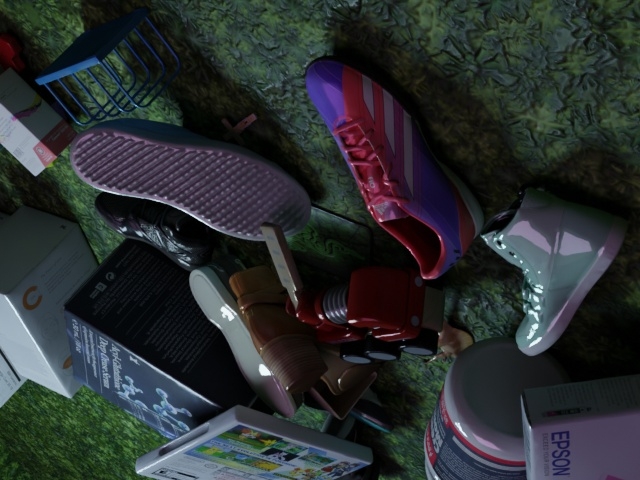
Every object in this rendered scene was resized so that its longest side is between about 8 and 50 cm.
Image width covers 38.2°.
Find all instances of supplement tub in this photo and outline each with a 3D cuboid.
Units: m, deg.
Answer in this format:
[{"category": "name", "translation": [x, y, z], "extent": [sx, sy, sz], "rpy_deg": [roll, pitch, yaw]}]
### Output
[{"category": "supplement tub", "translation": [0.262, 0.288, 1.398], "extent": [0.191, 0.191, 0.272], "rpy_deg": [27, 145, 15]}]

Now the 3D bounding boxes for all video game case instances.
[{"category": "video game case", "translation": [-0.121, 0.407, 1.711], "extent": [0.329, 0.036, 0.300], "rpy_deg": [27, 135, -36]}]

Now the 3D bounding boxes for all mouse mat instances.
[{"category": "mouse mat", "translation": [0.000, 0.000, 1.459], "extent": [0.189, 0.007, 0.152], "rpy_deg": [23, 144, 22]}]

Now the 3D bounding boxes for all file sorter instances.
[{"category": "file sorter", "translation": [-0.303, -0.246, 1.342], "extent": [0.170, 0.118, 0.104], "rpy_deg": [-5, 132, 46]}]

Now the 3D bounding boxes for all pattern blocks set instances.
[{"category": "pattern blocks set", "translation": [-0.574, -0.249, 1.667], "extent": [0.325, 0.026, 0.285], "rpy_deg": [3, 133, 40]}]

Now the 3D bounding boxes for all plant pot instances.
[{"category": "plant pot", "translation": [0.013, 0.241, 1.657], "extent": [0.109, 0.109, 0.096], "rpy_deg": [51, 154, -20]}]

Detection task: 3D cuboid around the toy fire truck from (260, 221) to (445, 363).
[{"category": "toy fire truck", "translation": [0.032, 0.072, 1.350], "extent": [0.246, 0.158, 0.217], "rpy_deg": [20, 158, -32]}]

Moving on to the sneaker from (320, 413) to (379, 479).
[{"category": "sneaker", "translation": [0.064, 0.429, 1.852], "extent": [0.147, 0.104, 0.296], "rpy_deg": [21, 139, -2]}]

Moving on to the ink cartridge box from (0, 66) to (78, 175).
[{"category": "ink cartridge box", "translation": [-0.521, -0.215, 1.574], "extent": [0.198, 0.067, 0.115], "rpy_deg": [46, 145, -16]}]

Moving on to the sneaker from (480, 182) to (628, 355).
[{"category": "sneaker", "translation": [0.265, 0.034, 1.171], "extent": [0.151, 0.094, 0.256], "rpy_deg": [26, 136, 7]}]

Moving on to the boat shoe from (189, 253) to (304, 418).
[{"category": "boat shoe", "translation": [-0.110, 0.163, 1.607], "extent": [0.305, 0.091, 0.109], "rpy_deg": [58, 142, 1]}]

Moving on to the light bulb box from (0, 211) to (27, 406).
[{"category": "light bulb box", "translation": [-0.786, 0.165, 2.064], "extent": [0.225, 0.361, 0.358], "rpy_deg": [18, 142, 29]}]

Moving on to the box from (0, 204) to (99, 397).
[{"category": "box", "translation": [-0.582, 0.133, 1.968], "extent": [0.168, 0.215, 0.345], "rpy_deg": [17, 141, 28]}]

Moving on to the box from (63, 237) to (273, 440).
[{"category": "box", "translation": [-0.273, 0.228, 1.803], "extent": [0.395, 0.212, 0.293], "rpy_deg": [29, 145, 11]}]

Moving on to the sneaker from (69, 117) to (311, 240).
[{"category": "sneaker", "translation": [-0.184, -0.114, 1.412], "extent": [0.366, 0.150, 0.135], "rpy_deg": [20, 113, -4]}]

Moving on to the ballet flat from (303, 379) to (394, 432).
[{"category": "ballet flat", "translation": [0.056, 0.295, 1.707], "extent": [0.203, 0.074, 0.074], "rpy_deg": [10, 138, 38]}]

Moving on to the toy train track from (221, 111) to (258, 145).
[{"category": "toy train track", "translation": [-0.116, -0.168, 1.355], "extent": [0.048, 0.014, 0.083], "rpy_deg": [52, 139, -10]}]

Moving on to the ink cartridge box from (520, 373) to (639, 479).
[{"category": "ink cartridge box", "translation": [0.436, 0.291, 1.205], "extent": [0.330, 0.071, 0.324], "rpy_deg": [-8, 133, 8]}]

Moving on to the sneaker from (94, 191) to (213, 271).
[{"category": "sneaker", "translation": [-0.282, -0.043, 1.599], "extent": [0.227, 0.087, 0.130], "rpy_deg": [31, 145, 4]}]

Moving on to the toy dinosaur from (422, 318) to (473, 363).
[{"category": "toy dinosaur", "translation": [0.189, 0.150, 1.441], "extent": [0.092, 0.053, 0.183], "rpy_deg": [-8, 135, 28]}]

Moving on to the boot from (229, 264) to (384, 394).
[{"category": "boot", "translation": [-0.021, 0.145, 1.543], "extent": [0.109, 0.283, 0.220], "rpy_deg": [-49, 60, 29]}]

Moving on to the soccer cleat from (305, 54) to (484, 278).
[{"category": "soccer cleat", "translation": [0.083, -0.092, 1.167], "extent": [0.318, 0.116, 0.108], "rpy_deg": [49, 145, -17]}]
